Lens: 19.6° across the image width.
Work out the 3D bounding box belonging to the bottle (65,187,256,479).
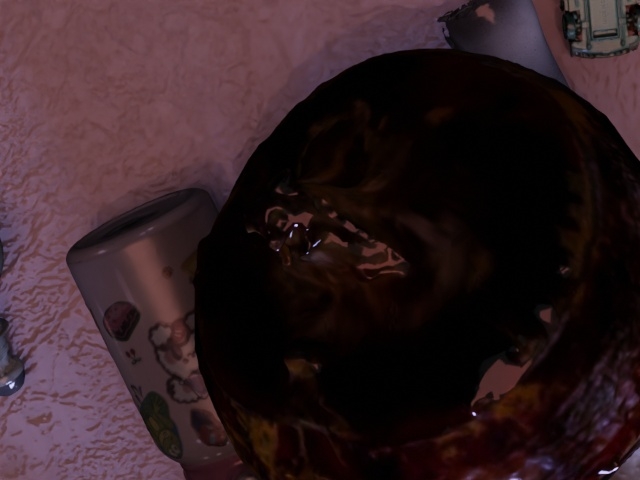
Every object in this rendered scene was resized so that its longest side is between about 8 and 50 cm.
[{"bbox_3d":[-0.083,0.096,1.357,0.120,0.120,0.253,-24,100,7],"label":"bottle"}]

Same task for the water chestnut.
[{"bbox_3d":[0.061,0.032,1.185,0.350,0.350,0.302,-41,138,9],"label":"water chestnut"}]

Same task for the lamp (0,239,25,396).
[{"bbox_3d":[-0.264,0.048,1.378,0.091,0.091,0.163,-19,117,6],"label":"lamp"}]

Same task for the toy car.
[{"bbox_3d":[0.198,-0.192,1.330,0.059,0.035,0.122,-6,94,3],"label":"toy car"}]

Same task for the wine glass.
[{"bbox_3d":[0.151,-0.109,1.330,0.072,0.072,0.155,-31,100,8],"label":"wine glass"}]

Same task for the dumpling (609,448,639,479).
[{"bbox_3d":[0.209,0.081,1.328,0.166,0.126,0.215,7,93,12],"label":"dumpling"}]
